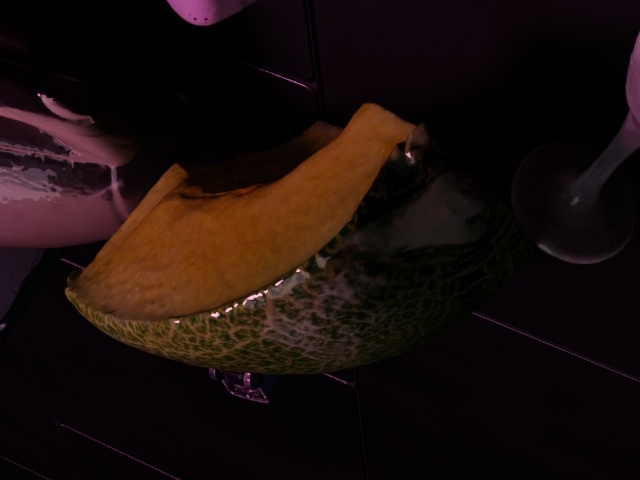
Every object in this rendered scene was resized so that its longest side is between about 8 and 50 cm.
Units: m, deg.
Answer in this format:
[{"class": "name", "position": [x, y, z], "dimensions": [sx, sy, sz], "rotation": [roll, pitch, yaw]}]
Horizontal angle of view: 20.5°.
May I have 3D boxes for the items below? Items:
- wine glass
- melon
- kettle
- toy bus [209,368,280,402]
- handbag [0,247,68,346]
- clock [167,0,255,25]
[{"class": "wine glass", "position": [0.141, -0.116, 1.137], "dimensions": [0.264, 0.096, 0.309], "rotation": [20, 153, -6]}, {"class": "melon", "position": [0.000, 0.000, 1.297], "dimensions": [0.331, 0.226, 0.343], "rotation": [0, -169, -17]}, {"class": "kettle", "position": [-0.268, -0.108, 1.455], "dimensions": [0.324, 0.228, 0.321], "rotation": [10, 171, 19]}, {"class": "toy bus", "position": [-0.082, 0.102, 1.798], "dimensions": [0.060, 0.075, 0.123], "rotation": [11, 147, 36]}, {"class": "handbag", "position": [-0.400, -0.046, 1.703], "dimensions": [0.326, 0.238, 0.089], "rotation": [27, 156, 8]}, {"class": "clock", "position": [-0.128, -0.299, 1.031], "dimensions": [0.295, 0.113, 0.322], "rotation": [50, 164, 34]}]
